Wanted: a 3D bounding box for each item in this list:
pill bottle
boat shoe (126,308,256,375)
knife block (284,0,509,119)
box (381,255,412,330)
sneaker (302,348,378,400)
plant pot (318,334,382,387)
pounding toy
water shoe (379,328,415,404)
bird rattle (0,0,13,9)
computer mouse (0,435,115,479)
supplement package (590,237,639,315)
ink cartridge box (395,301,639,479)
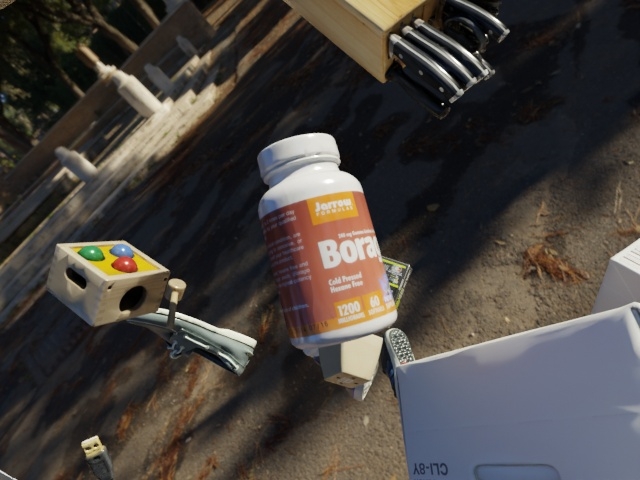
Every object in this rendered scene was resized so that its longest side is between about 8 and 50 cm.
[{"bbox_3d":[0.000,0.000,0.472,0.121,0.216,0.121,-15,-5,-1],"label":"pill bottle"},{"bbox_3d":[-0.309,0.236,1.003,0.116,0.320,0.099,-23,47,60],"label":"boat shoe"},{"bbox_3d":[0.067,-0.254,0.502,0.276,0.088,0.242,2,71,8],"label":"knife block"},{"bbox_3d":[0.130,0.142,1.371,0.270,0.060,0.216,18,79,25],"label":"box"},{"bbox_3d":[0.056,0.385,1.394,0.236,0.322,0.130,21,54,23],"label":"sneaker"},{"bbox_3d":[0.061,0.258,0.924,0.109,0.109,0.096,-42,33,46],"label":"plant pot"},{"bbox_3d":[-0.309,0.070,0.731,0.181,0.206,0.094,27,104,23],"label":"pounding toy"},{"bbox_3d":[0.190,0.314,1.008,0.080,0.073,0.203,128,138,-58],"label":"water shoe"},{"bbox_3d":[-0.241,-0.225,0.224,0.143,0.207,0.253,7,62,14],"label":"bird rattle"},{"bbox_3d":[-0.302,0.264,0.428,0.060,0.262,0.184,-3,27,33],"label":"computer mouse"},{"bbox_3d":[0.720,0.141,0.838,0.145,0.204,0.262,-29,43,-15],"label":"supplement package"},{"bbox_3d":[0.320,0.197,0.469,0.279,0.385,0.160,-37,50,48],"label":"ink cartridge box"}]
